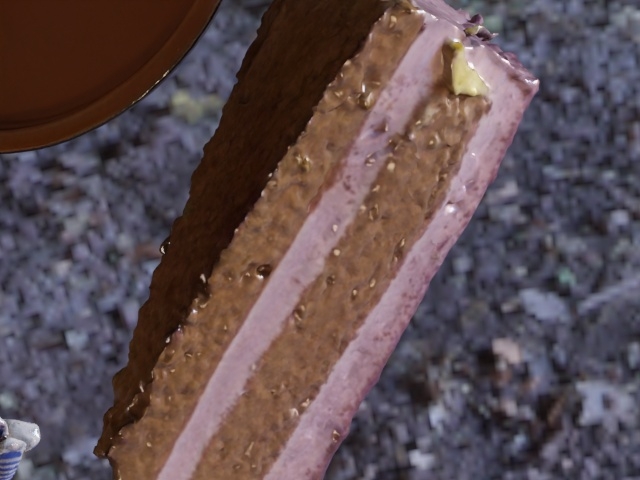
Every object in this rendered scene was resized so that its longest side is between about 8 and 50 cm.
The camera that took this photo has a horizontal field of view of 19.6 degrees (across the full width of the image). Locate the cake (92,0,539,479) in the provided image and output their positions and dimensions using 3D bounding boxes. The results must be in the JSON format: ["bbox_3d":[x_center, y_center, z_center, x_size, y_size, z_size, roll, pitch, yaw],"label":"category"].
[{"bbox_3d":[0.000,0.000,0.853,0.113,0.116,0.295,19,86,63],"label":"cake"}]

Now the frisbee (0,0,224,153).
[{"bbox_3d":[-0.145,-0.164,0.923,0.251,0.021,0.251,-5,77,22],"label":"frisbee"}]

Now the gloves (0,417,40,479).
[{"bbox_3d":[-0.349,0.197,1.753,0.119,0.097,0.229,-23,5,-39],"label":"gloves"}]
